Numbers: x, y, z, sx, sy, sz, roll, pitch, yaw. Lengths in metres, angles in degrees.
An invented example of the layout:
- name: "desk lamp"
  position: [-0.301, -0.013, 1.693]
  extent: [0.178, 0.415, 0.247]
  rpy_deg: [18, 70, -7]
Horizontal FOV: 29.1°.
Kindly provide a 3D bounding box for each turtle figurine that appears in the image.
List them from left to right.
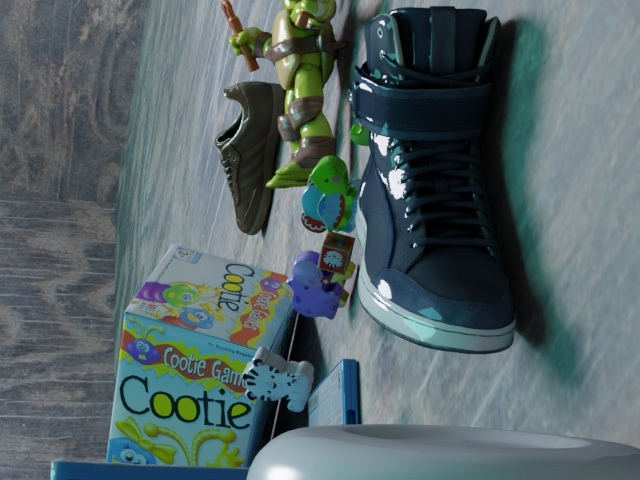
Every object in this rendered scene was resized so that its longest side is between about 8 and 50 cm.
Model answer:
- name: "turtle figurine"
  position: [-0.023, -0.160, 1.132]
  extent: [0.269, 0.087, 0.217]
  rpy_deg: [167, 99, -67]

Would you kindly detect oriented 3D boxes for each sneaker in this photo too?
- name: "sneaker"
  position: [-0.089, -0.096, 1.415]
  extent: [0.066, 0.071, 0.188]
  rpy_deg: [-112, 30, -61]
- name: "sneaker"
  position: [0.068, -0.047, 0.719]
  extent: [0.226, 0.086, 0.163]
  rpy_deg: [-110, 25, -62]

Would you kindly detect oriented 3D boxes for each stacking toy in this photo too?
- name: "stacking toy"
  position: [0.000, 0.000, 0.937]
  extent: [0.167, 0.052, 0.221]
  rpy_deg: [-66, -10, -59]

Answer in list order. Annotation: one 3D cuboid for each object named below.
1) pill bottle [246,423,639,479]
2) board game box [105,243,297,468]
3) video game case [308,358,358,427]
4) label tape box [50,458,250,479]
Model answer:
- name: "pill bottle"
  position: [0.051, 0.241, 0.498]
  extent: [0.181, 0.181, 0.323]
  rpy_deg: [166, 108, -76]
- name: "board game box"
  position: [-0.122, 0.168, 1.235]
  extent: [0.144, 0.142, 0.275]
  rpy_deg: [-63, -12, -60]
- name: "video game case"
  position: [0.012, 0.195, 1.031]
  extent: [0.119, 0.015, 0.166]
  rpy_deg: [124, 148, -63]
- name: "label tape box"
  position: [-0.084, 0.321, 0.886]
  extent: [0.115, 0.249, 0.348]
  rpy_deg: [-166, 80, -76]
